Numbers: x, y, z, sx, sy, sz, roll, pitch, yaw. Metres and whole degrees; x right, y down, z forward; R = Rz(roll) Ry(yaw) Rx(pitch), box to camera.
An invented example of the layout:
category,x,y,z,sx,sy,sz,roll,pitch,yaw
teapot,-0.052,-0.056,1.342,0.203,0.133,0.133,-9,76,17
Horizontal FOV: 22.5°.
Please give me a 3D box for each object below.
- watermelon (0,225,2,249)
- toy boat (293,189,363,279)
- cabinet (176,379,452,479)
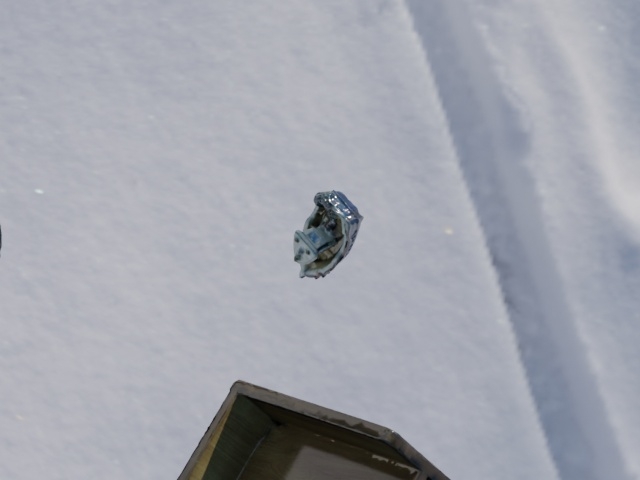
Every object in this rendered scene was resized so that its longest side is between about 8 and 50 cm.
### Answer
category,x,y,z,sx,sy,sz,roll,pitch,yaw
watermelon,-0.358,-0.085,1.198,0.189,0.331,0.330,-6,102,-18
toy boat,0.000,0.000,0.988,0.038,0.083,0.038,7,56,-11
cabinet,0.018,0.220,0.951,0.215,0.148,0.174,43,70,-37
